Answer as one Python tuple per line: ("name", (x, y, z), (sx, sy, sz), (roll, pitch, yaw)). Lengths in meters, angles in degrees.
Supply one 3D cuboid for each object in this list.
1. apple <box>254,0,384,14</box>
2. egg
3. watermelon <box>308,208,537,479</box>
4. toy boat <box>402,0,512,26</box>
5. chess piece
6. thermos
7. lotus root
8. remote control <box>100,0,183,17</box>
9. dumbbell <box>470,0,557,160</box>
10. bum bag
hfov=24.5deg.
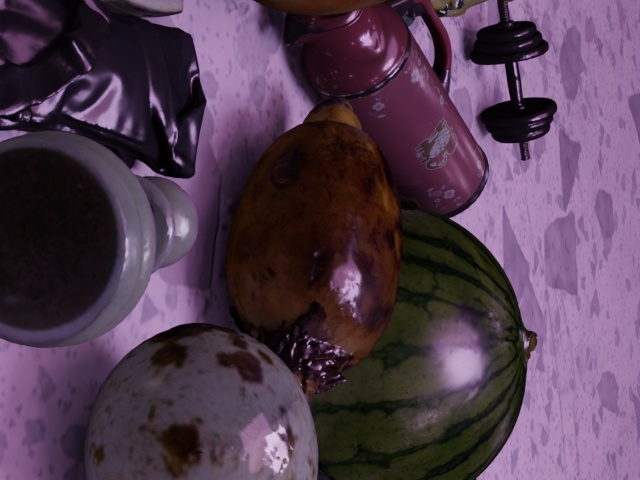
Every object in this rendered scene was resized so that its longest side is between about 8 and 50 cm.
("apple", (0.008, -0.317, 1.231), (0.257, 0.233, 0.257), (32, 52, -55))
("egg", (-0.084, 0.172, 1.064), (0.169, 0.169, 0.231), (-40, 131, -58))
("watermelon", (0.112, 0.122, 1.464), (0.330, 0.189, 0.331), (24, 62, -56))
("toy boat", (0.124, -0.281, 1.606), (0.276, 0.111, 0.084), (-23, 103, -59))
("chess piece", (-0.144, -0.009, 1.037), (0.271, 0.139, 0.139), (-17, 102, -74))
("thermos", (0.075, -0.154, 1.465), (0.330, 0.136, 0.110), (50, 17, -50))
("lotus root", (0.000, 0.000, 1.284), (0.169, 0.141, 0.314), (55, 39, -53))
("remote control", (-0.145, -0.291, 1.145), (0.098, 0.038, 0.234), (-5, 93, -63))
("dumbbell", (0.243, -0.201, 1.851), (0.099, 0.099, 0.209), (-43, 126, -57))
("bum bag", (-0.163, -0.118, 1.062), (0.248, 0.060, 0.123), (13, 76, -62))
